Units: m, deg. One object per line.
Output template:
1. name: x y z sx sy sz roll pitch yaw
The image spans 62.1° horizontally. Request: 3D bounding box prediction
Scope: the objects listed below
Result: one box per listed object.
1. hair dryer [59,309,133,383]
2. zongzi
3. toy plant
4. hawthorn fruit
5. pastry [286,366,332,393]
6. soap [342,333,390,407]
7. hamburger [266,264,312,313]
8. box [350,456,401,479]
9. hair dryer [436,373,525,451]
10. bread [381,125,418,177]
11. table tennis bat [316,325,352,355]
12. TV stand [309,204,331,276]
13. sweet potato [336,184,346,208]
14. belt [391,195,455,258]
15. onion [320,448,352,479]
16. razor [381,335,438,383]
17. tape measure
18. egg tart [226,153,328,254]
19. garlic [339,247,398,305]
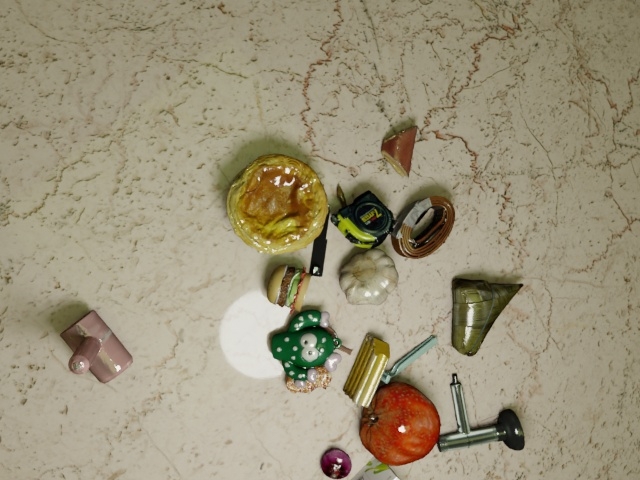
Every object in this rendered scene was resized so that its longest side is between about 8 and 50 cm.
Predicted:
1. hair dryer: -0.676 0.346 1.572 0.125 0.352 0.210 -36 101 -9
2. zongzi: 0.643 0.287 2.024 0.299 0.138 0.286 -2 95 -16
3. toy plant: -0.045 0.368 1.842 0.243 0.112 0.233 -29 79 0
4. hawthorn fruit: 0.307 0.658 1.900 0.330 0.287 0.287 19 87 -28
5. pastry: -0.044 0.491 1.894 0.169 0.063 0.087 -4 91 -18
6. soap: 0.168 0.462 1.904 0.073 0.140 0.232 25 86 -17
7. hamburger: -0.112 0.160 1.811 0.136 0.175 0.175 16 88 -3
8. box: 0.175 0.924 1.896 0.260 0.194 0.111 -44 102 -10
9. hair dryer: 0.606 0.668 2.024 0.320 0.156 0.284 -1 103 -6
10. bread: 0.285 -0.332 1.939 0.119 0.067 0.193 7 90 -15
11. table tennis bat: 0.049 0.355 1.937 0.169 0.119 0.108 24 105 13
12. TV stand: 0.000 0.000 1.889 0.040 0.049 0.257 8 91 -13
13. sweet potato: 0.079 -0.145 1.916 0.026 0.026 0.115 -21 99 -13
14. belt: 0.375 -0.051 1.955 0.261 0.105 0.184 -41 99 -9
15. onion: 0.056 0.808 1.909 0.115 0.104 0.115 6 117 11
16. razor: 0.325 0.442 1.979 0.277 0.111 0.056 -25 110 -21
17. tape measure: 0.157 -0.059 1.865 0.199 0.112 0.186 -35 73 -21
18. egg tart: -0.149 -0.116 1.796 0.351 0.150 0.352 1 87 -18
19. garlic: 0.186 0.154 1.898 0.219 0.218 0.212 -51 141 -8
